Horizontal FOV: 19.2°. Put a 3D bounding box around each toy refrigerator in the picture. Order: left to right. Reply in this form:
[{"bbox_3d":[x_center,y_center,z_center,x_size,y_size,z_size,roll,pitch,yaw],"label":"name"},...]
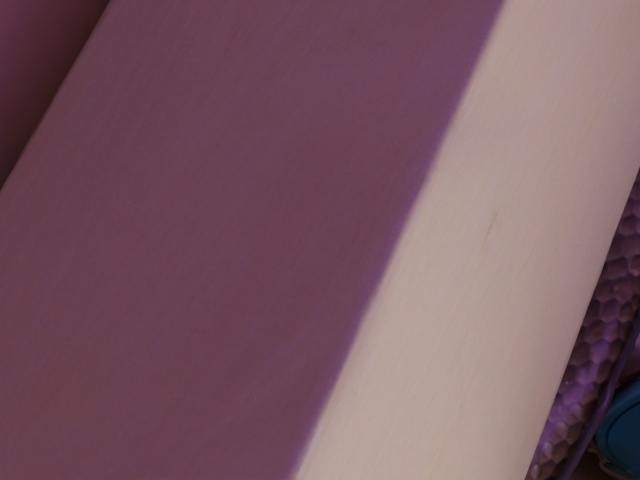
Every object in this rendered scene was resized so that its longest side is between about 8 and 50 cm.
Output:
[{"bbox_3d":[0.000,0.000,0.423,0.094,0.102,0.269,57,47,-45],"label":"toy refrigerator"}]

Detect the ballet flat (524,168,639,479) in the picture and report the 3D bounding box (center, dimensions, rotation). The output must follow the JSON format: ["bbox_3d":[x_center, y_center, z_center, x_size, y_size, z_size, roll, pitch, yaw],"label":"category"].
[{"bbox_3d":[0.019,0.059,0.458,0.058,0.084,0.250,30,68,-11],"label":"ballet flat"}]

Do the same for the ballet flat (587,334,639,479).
[{"bbox_3d":[0.168,0.071,0.541,0.241,0.091,0.077,38,37,-22],"label":"ballet flat"}]
